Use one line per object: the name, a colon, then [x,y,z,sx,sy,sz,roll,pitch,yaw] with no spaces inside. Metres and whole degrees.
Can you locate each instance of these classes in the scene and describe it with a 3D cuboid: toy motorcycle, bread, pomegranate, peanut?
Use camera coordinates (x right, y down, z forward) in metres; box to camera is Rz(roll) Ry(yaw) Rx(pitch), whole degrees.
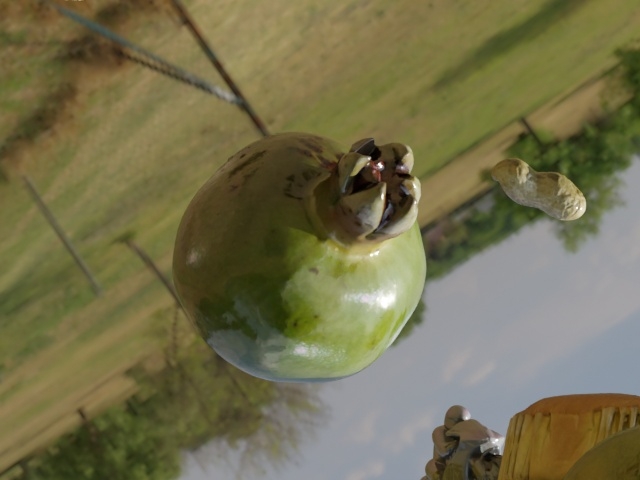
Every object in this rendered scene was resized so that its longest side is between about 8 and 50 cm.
toy motorcycle: [0.167,0.277,1.503,0.073,0.152,0.225,1,150,-21]
bread: [0.269,0.212,1.220,0.190,0.132,0.114,-5,-123,38]
pomegranate: [-0.007,0.013,0.861,0.179,0.179,0.210,-35,-171,-11]
peanut: [0.180,-0.042,1.043,0.037,0.083,0.037,-159,-90,-85]

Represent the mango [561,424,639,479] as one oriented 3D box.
mango: [0.228,0.200,0.916,0.191,0.122,0.085,-35,149,32]
